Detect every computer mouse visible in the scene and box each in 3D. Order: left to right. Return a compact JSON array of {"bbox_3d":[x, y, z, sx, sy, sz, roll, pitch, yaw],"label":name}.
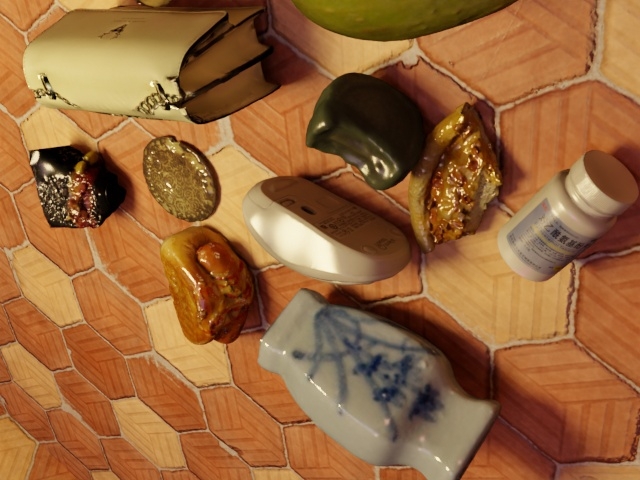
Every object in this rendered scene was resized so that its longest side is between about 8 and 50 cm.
[{"bbox_3d":[0.000,0.000,1.273,0.296,0.184,0.121,29,117,16],"label":"computer mouse"}]

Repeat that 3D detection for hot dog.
[{"bbox_3d":[-0.220,0.103,1.550,0.153,0.150,0.257,19,130,39],"label":"hot dog"}]

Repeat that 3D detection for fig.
[{"bbox_3d":[0.103,-0.356,0.889,0.326,0.258,0.258,16,130,12],"label":"fig"}]

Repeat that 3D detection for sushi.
[{"bbox_3d":[-0.501,-0.106,1.620,0.150,0.153,0.172,6,103,14],"label":"sushi"}]

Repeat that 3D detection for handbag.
[{"bbox_3d":[-0.277,-0.289,1.242,0.358,0.237,0.160,11,128,32],"label":"handbag"}]

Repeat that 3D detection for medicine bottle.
[{"bbox_3d":[0.334,-0.031,1.046,0.103,0.103,0.187,43,137,5],"label":"medicine bottle"}]

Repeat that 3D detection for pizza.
[{"bbox_3d":[0.195,-0.081,1.152,0.134,0.056,0.271,41,138,19],"label":"pizza"}]

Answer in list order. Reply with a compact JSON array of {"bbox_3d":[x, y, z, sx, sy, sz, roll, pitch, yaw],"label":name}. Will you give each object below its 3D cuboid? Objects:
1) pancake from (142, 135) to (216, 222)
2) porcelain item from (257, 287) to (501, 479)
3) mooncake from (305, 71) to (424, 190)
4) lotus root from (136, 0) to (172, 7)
[{"bbox_3d":[-0.282,-0.120,1.523,0.199,0.021,0.199,21,130,26],"label":"pancake"},{"bbox_3d":[0.096,0.252,1.339,0.405,0.243,0.178,32,160,18],"label":"porcelain item"},{"bbox_3d":[0.065,-0.155,1.125,0.175,0.168,0.104,57,140,12],"label":"mooncake"},{"bbox_3d":[-0.239,-0.457,1.174,0.125,0.118,0.221,49,135,16],"label":"lotus root"}]
